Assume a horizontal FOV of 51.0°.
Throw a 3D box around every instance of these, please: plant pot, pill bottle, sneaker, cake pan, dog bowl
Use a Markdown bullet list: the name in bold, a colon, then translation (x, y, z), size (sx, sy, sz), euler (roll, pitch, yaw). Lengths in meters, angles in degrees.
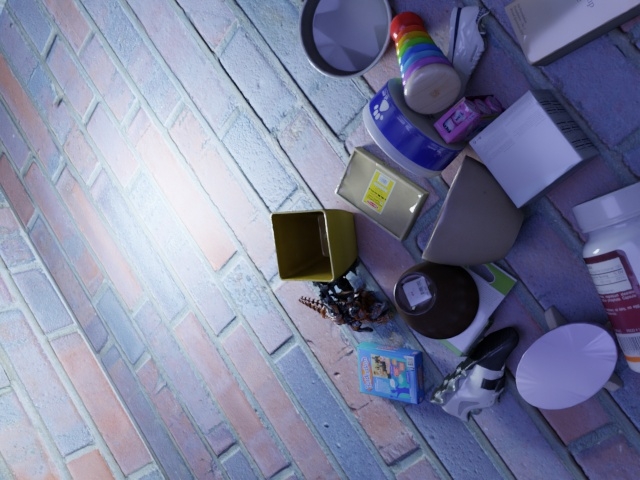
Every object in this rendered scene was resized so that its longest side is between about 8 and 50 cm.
- **plant pot**: translation (0.000, 0.000, 2.038), size (0.212, 0.187, 0.212), euler (-1, 100, 39)
- **pill bottle**: translation (0.719, 0.072, 1.475), size (0.224, 0.224, 0.391), euler (-24, 86, 39)
- **sneaker**: translation (0.372, -0.473, 1.705), size (0.095, 0.090, 0.234), euler (6, 113, 13)
- **plant pot**: translation (0.398, -0.050, 1.691), size (0.191, 0.284, 0.284), euler (22, 116, 7)
- **cake pan**: translation (0.076, -0.605, 1.894), size (0.294, 0.054, 0.292), euler (7, 105, 28)
- **sneaker**: translation (0.458, 0.372, 1.837), size (0.146, 0.122, 0.330), euler (38, 122, 4)
- **plant pot**: translation (0.275, 0.142, 1.715), size (0.216, 0.230, 0.215), euler (-4, 79, 24)
- **dog bowl**: translation (0.243, -0.292, 1.728), size (0.264, 0.265, 0.104), euler (54, 125, 15)

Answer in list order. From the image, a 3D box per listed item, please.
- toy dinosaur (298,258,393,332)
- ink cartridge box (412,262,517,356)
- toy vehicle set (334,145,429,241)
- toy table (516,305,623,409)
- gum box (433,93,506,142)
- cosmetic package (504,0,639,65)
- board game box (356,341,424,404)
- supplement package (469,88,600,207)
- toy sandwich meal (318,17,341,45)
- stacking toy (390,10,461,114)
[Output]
- **toy dinosaur**: translation (0.064, 0.193, 2.071), size (0.322, 0.164, 0.218), euler (-10, 112, 18)
- **ink cartridge box**: translation (0.396, 0.165, 1.838), size (0.189, 0.097, 0.255), euler (39, 97, 25)
- **toy vehicle set**: translation (0.175, -0.138, 1.965), size (0.267, 0.035, 0.165), euler (38, 122, 25)
- **toy table**: translation (0.620, 0.285, 1.645), size (0.274, 0.161, 0.252), euler (-37, 77, 37)
- **gum box**: translation (0.373, -0.304, 1.672), size (0.107, 0.188, 0.062), euler (-44, 73, 37)
- **cosmetic package**: translation (0.593, -0.534, 1.496), size (0.310, 0.113, 0.160), euler (-27, 84, 40)
- **board game box**: translation (0.214, 0.406, 2.062), size (0.210, 0.047, 0.159), euler (4, 104, 37)
- **supplement package**: translation (0.512, -0.222, 1.609), size (0.194, 0.149, 0.203), euler (-42, 75, 36)
- **toy sandwich meal**: translation (0.029, -0.613, 1.969), size (0.086, 0.029, 0.085), euler (7, 105, 28)
- **stacking toy**: translation (0.251, -0.475, 1.702), size (0.141, 0.141, 0.330), euler (-45, 39, 36)
